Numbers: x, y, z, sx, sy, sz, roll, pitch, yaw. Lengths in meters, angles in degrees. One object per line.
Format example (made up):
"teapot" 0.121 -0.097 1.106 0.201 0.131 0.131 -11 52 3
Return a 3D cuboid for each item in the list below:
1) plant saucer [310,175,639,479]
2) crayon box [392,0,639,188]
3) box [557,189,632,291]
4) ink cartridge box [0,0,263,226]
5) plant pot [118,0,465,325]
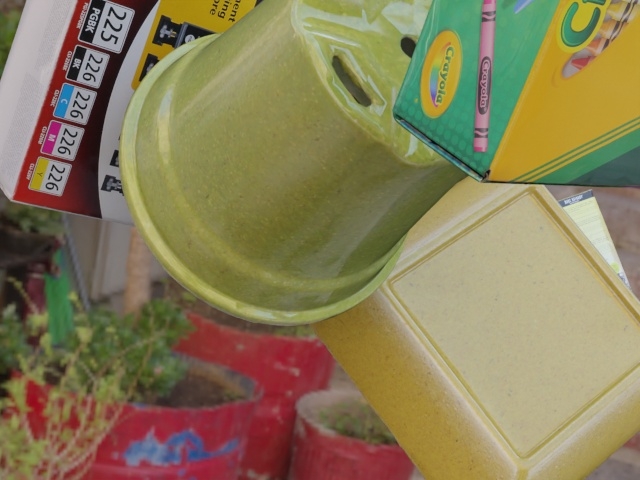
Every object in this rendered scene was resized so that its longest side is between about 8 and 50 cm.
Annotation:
"plant saucer" 0.198 0.089 1.097 0.333 0.332 0.081 -32 -13 -27
"crayon box" 0.162 -0.165 0.531 0.165 0.278 0.081 -1 31 -39
"box" 0.441 0.040 1.748 0.087 0.232 0.058 -19 -6 -22
"ink cartridge box" -0.142 -0.172 1.027 0.272 0.309 0.130 12 16 -37
"plant pot" 0.013 -0.096 0.830 0.276 0.276 0.254 6 -21 -27
